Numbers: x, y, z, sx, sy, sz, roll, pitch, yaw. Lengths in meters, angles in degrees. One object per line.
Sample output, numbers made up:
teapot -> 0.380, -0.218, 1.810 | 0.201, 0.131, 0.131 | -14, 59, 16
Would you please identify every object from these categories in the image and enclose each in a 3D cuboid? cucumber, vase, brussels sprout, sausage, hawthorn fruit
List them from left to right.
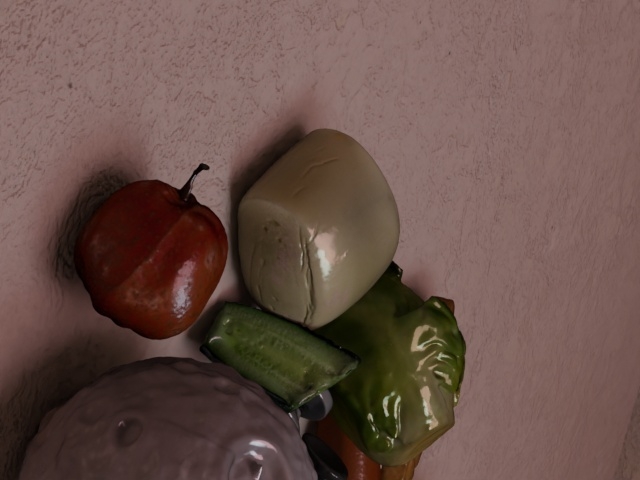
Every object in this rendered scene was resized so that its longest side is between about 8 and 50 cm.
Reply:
hawthorn fruit -> -0.170, 0.002, 1.308 | 0.194, 0.157, 0.157 | -59, 151, 5
vase -> -0.071, 0.348, 1.530 | 0.237, 0.115, 0.115 | -46, 152, 9
cucumber -> -0.060, 0.160, 1.577 | 0.115, 0.193, 0.086 | -63, -172, -32
sausage -> 0.046, 0.390, 1.896 | 0.097, 0.094, 0.349 | 4, 80, -35
brussels sprout -> 0.096, 0.169, 1.774 | 0.227, 0.294, 0.259 | -26, 165, 2

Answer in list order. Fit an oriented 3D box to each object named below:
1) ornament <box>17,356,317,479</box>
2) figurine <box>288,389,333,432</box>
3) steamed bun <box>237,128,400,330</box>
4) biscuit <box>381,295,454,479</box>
ornament -> -0.157, 0.289, 1.338 | 0.337, 0.337, 0.337 | -37, 139, -41
figurine -> -0.096, 0.268, 1.648 | 0.236, 0.133, 0.176 | -51, 137, -30
steamed bun -> 0.000, 0.000, 1.590 | 0.200, 0.154, 0.250 | -45, 141, -34
biscuit -> 0.165, 0.268, 2.035 | 0.312, 0.057, 0.351 | 58, 49, -78
